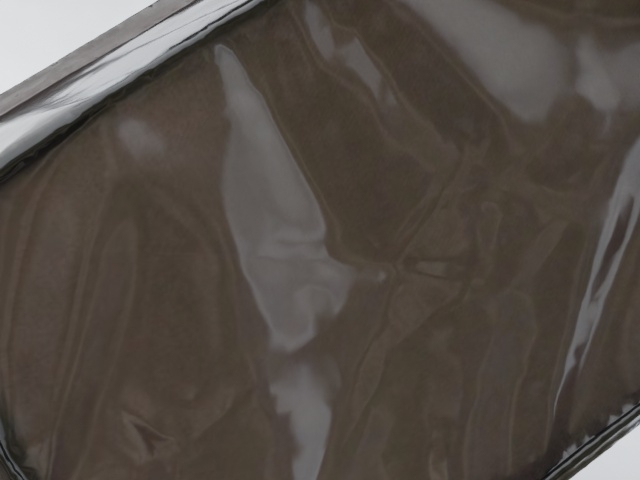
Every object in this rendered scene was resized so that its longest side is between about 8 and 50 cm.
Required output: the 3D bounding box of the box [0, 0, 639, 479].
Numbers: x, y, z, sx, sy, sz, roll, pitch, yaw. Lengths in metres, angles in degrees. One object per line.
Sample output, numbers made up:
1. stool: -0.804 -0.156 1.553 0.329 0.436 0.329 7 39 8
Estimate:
1. box: 0.000 0.000 0.410 0.188 0.252 0.153 63 -15 -19
